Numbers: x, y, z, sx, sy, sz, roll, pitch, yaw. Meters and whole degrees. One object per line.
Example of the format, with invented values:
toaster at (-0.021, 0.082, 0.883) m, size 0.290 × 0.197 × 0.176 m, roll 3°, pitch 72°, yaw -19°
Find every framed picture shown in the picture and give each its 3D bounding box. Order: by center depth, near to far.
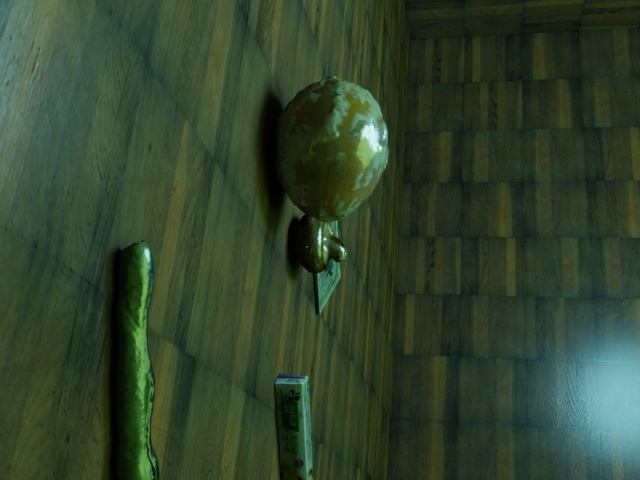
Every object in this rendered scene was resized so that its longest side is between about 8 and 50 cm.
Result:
framed picture at (0.015, 0.042, 1.596) m, size 0.231 × 0.010 × 0.173 m, roll -57°, pitch 145°, yaw -68°

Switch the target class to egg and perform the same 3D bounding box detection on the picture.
egg at (0.016, -0.147, 1.199) m, size 0.195 × 0.194 × 0.233 m, roll 19°, pitch 68°, yaw -77°

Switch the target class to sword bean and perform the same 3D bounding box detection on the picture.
sword bean at (-0.173, 0.135, 0.695) m, size 0.043 × 0.038 × 0.269 m, roll 0°, pitch 89°, yaw -72°

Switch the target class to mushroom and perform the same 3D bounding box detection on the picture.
mushroom at (-0.007, 0.004, 1.339) m, size 0.109 × 0.085 × 0.126 m, roll 54°, pitch 18°, yaw 0°

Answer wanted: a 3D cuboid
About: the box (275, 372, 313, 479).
box at (-0.044, 0.330, 1.251) m, size 0.041 × 0.049 × 0.207 m, roll -50°, pitch 139°, yaw -73°
